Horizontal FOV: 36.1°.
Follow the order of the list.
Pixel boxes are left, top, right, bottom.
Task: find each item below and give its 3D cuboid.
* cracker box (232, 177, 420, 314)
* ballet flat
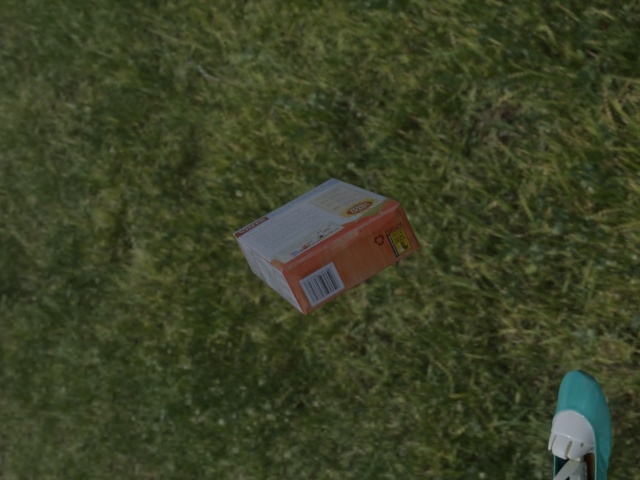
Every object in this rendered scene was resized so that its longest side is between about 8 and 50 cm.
[{"bbox_3d":[0.000,0.000,1.183,0.156,0.067,0.232,-30,19,-11],"label":"cracker box"},{"bbox_3d":[0.361,0.308,1.380,0.083,0.087,0.247,8,111,43],"label":"ballet flat"}]
